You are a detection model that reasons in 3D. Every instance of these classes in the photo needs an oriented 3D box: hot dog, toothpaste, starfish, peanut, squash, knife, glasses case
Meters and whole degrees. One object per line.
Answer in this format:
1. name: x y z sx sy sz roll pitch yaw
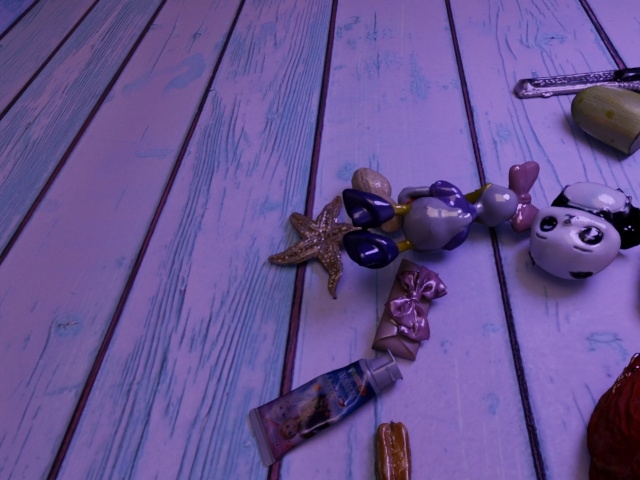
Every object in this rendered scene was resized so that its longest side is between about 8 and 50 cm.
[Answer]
1. hot dog: 0.109 0.337 0.667 0.056 0.041 0.133 -5 44 9
2. toothpaste: 0.009 0.267 0.738 0.266 0.061 0.096 -28 52 -1
3. starfish: 0.000 0.000 0.955 0.236 0.062 0.277 -8 55 14
4. peanut: 0.124 -0.089 0.971 0.082 0.082 0.187 -17 51 -1
5. squash: 0.641 -0.281 0.975 0.123 0.123 0.186 -31 53 -12
6. knife: 0.680 -0.395 1.103 0.365 0.043 0.089 1 52 15
7. glasses case: 0.168 0.117 0.801 0.102 0.070 0.193 12 56 21

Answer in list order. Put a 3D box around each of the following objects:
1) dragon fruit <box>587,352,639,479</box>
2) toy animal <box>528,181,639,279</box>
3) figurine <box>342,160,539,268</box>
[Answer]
1. dragon fruit: 0.506 0.227 0.519 0.240 0.330 0.302 19 54 0
2. toy animal: 0.470 -0.011 0.788 0.179 0.138 0.166 -35 36 -21
3. figurine: 0.240 -0.053 0.831 0.421 0.154 0.193 -13 5 -28
